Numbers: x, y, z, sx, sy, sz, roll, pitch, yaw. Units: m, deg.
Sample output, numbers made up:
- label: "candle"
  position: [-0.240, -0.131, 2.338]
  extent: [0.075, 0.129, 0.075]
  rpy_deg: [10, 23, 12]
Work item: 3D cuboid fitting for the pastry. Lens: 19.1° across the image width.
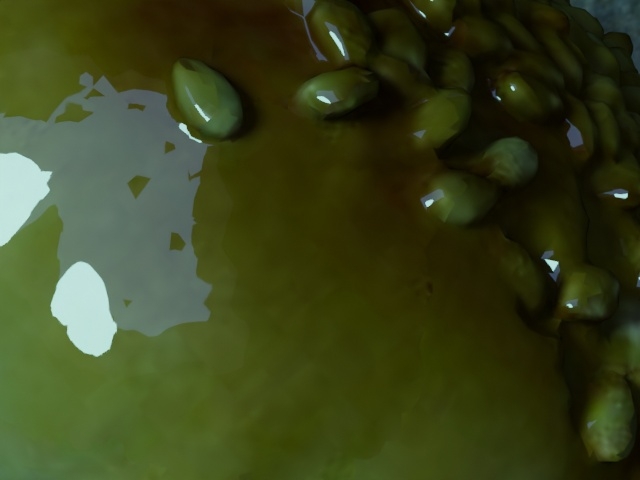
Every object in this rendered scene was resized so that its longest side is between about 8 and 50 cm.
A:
- label: "pastry"
  position: [0.000, 0.000, 0.668]
  extent: [0.245, 0.409, 0.409]
  rpy_deg: [-42, 49, 15]
